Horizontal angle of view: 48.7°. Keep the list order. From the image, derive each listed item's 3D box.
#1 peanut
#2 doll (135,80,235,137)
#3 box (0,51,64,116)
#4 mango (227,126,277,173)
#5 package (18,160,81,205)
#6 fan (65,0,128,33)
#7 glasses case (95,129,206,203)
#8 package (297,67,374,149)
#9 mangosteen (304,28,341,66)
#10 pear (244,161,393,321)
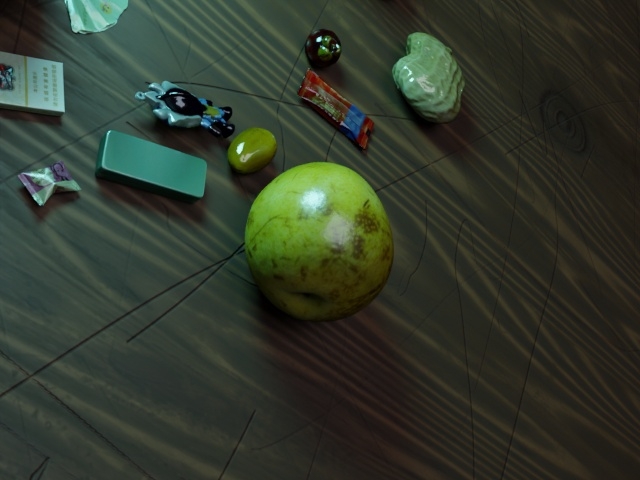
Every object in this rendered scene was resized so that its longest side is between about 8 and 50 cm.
[{"bbox_3d":[0.261,-0.388,1.668,0.197,0.110,0.233,35,59,-23],"label":"peanut"},{"bbox_3d":[-0.241,-0.236,1.268,0.195,0.070,0.096,11,53,-41],"label":"doll"},{"bbox_3d":[-0.491,-0.251,1.113,0.167,0.024,0.090,3,73,-37],"label":"box"},{"bbox_3d":[-0.130,-0.167,1.331,0.080,0.060,0.114,46,57,-11],"label":"mango"},{"bbox_3d":[-0.422,-0.091,1.109,0.059,0.029,0.083,55,40,1],"label":"package"},{"bbox_3d":[-0.403,-0.467,1.265,0.131,0.009,0.240,14,66,-35],"label":"fan"},{"bbox_3d":[-0.287,-0.124,1.213,0.184,0.039,0.078,16,66,-32],"label":"glasses case"},{"bbox_3d":[0.035,-0.281,1.518,0.200,0.022,0.083,37,57,-23],"label":"package"},{"bbox_3d":[0.007,-0.412,1.505,0.081,0.081,0.081,13,67,-33],"label":"mangosteen"},{"bbox_3d":[0.000,0.000,1.245,0.281,0.281,0.281,13,67,-33],"label":"pear"}]
